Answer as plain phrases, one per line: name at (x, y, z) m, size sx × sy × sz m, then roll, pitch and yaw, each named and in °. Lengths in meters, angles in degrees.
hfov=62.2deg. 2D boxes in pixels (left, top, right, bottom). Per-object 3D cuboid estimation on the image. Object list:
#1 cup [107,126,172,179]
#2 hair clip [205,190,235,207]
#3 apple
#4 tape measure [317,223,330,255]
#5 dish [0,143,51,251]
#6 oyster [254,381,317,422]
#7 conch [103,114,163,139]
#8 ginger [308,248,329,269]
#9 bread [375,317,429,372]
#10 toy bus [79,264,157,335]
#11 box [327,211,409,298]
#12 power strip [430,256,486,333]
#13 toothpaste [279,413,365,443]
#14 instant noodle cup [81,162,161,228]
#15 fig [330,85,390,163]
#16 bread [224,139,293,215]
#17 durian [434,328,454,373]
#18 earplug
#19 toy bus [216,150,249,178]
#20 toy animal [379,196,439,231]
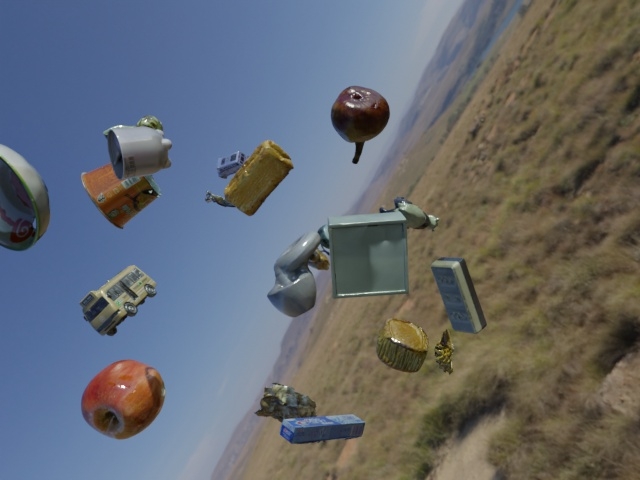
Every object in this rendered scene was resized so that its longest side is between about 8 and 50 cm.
cup at (-0.491, -0.228, 1.448) m, size 0.141 × 0.134 × 0.174 m, roll -15°, pitch -31°, yaw -34°
hair clip at (-0.377, -0.166, 2.137) m, size 0.116 × 0.172 × 0.049 m, roll 166°, pitch 112°, yaw -75°
apple at (-0.616, 0.493, 1.689) m, size 0.241 × 0.241 × 0.242 m, roll -71°, pitch 7°, yaw -62°
tape measure at (-0.002, 0.004, 2.125) m, size 0.179 × 0.107 × 0.104 m, roll -21°, pitch 41°, yaw 46°
dish at (-0.879, -0.139, 1.516) m, size 0.124 × 0.324 × 0.324 m, roll -47°, pitch -14°, yaw -53°
oyster at (-0.114, 0.718, 2.203) m, size 0.201 × 0.354 × 0.107 m, roll -46°, pitch 36°, yaw 13°
conch at (-0.637, -0.361, 1.857) m, size 0.187 × 0.181 × 0.124 m, roll -37°, pitch -66°, yaw -49°
ginger at (-0.026, 0.068, 2.088) m, size 0.205 × 0.115 × 0.081 m, roll 21°, pitch 102°, yaw 64°
bread at (0.355, 0.453, 2.304) m, size 0.253 × 0.227 × 0.143 m, roll -55°, pitch -21°, yaw -70°
toy bus at (-0.896, 0.262, 2.367) m, size 0.177 × 0.202 × 0.365 m, roll -42°, pitch 9°, yaw 16°
box at (0.138, 0.042, 1.574) m, size 0.117 × 0.224 × 0.225 m, roll -91°, pitch -3°, yaw -75°
power strip at (0.438, 0.179, 1.674) m, size 0.070 × 0.257 × 0.105 m, roll -30°, pitch 15°, yaw -27°
toothpaste at (0.012, 0.545, 1.542) m, size 0.066 × 0.272 × 0.053 m, roll 18°, pitch 95°, yaw 51°
instant noodle cup at (-0.675, -0.182, 1.827) m, size 0.182 × 0.230 × 0.230 m, roll -33°, pitch -5°, yaw -3°
fig at (0.107, -0.378, 1.728) m, size 0.191 × 0.190 × 0.290 m, roll -61°, pitch 5°, yaw -21°
bread at (-0.172, -0.171, 1.463) m, size 0.211 × 0.114 × 0.083 m, roll -45°, pitch 19°, yaw 19°
durian at (0.497, 0.443, 2.149) m, size 0.140 × 0.078 × 0.225 m, roll -57°, pitch -39°, yaw -55°
earplug at (-0.082, 0.115, 1.917) m, size 0.214 × 0.174 × 0.326 m, roll -31°, pitch 43°, yaw 63°
toy bus at (-0.382, -0.322, 2.243) m, size 0.167 × 0.076 × 0.073 m, roll -13°, pitch 63°, yaw 36°
toy animal at (0.324, -0.086, 1.864) m, size 0.121 × 0.225 × 0.094 m, roll 27°, pitch 92°, yaw 52°
